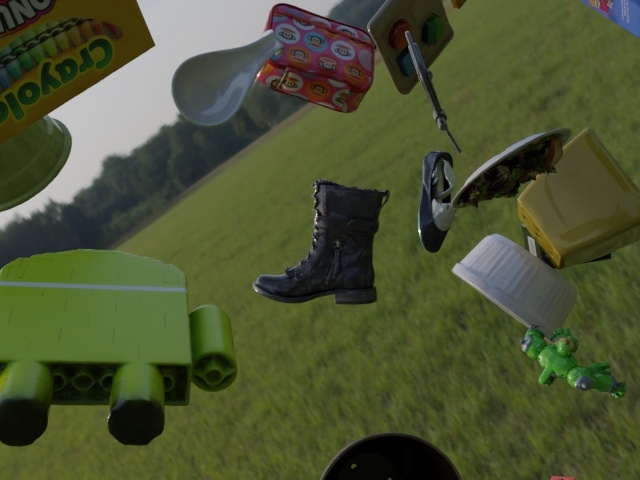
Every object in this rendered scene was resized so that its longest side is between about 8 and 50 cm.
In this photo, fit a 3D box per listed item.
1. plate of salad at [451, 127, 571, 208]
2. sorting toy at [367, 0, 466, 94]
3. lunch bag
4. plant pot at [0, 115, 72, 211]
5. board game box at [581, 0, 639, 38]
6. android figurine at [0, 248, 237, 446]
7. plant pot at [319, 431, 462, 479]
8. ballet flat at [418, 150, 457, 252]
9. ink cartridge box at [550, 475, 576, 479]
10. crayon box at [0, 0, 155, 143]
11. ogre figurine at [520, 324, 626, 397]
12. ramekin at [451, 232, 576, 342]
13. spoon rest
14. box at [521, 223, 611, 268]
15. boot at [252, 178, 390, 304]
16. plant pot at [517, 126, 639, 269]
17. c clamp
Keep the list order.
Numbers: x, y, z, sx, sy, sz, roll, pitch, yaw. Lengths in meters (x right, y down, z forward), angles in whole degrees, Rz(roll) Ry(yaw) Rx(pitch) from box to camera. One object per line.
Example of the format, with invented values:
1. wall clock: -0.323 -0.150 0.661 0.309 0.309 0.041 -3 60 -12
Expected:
1. plate of salad: 0.279 -0.094 1.201 0.200 0.048 0.200 -28 -14 -8
2. sorting toy: 0.242 -0.508 1.882 0.041 0.229 0.307 29 76 38
3. lunch bag: -0.009 -0.471 2.091 0.120 0.293 0.258 124 157 -52
4. plant pot: -0.701 -0.239 1.713 0.276 0.254 0.276 -12 49 14
5. board game box: 0.360 -0.455 1.061 0.078 0.347 0.233 -33 49 -5
6. android figurine: -0.198 0.078 0.715 0.248 0.056 0.273 2 23 -14
7. plant pot: 0.086 0.381 1.241 0.215 0.215 0.230 -36 -1 -8
8. ballet flat: 0.227 -0.079 1.592 0.074 0.203 0.074 3 -15 1
9. ink cartridge box: 0.406 0.464 1.484 0.115 0.029 0.063 -56 17 -27
10. crayon box: -0.442 -0.322 1.125 0.363 0.313 0.106 -41 41 -26
11. ogre figurine: 0.432 0.214 1.463 0.097 0.197 0.118 -47 -28 25
12. ramekin: 0.428 0.095 1.805 0.127 0.273 0.273 -54 8 2
13. spoon rest: -0.170 -0.326 1.604 0.276 0.137 0.084 -44 13 -27
14. box: 0.567 0.001 1.929 0.158 0.093 0.156 -11 8 2
15. boot: 0.000 0.000 1.558 0.263 0.229 0.091 1 7 11
16. plant pot: 0.509 -0.061 1.655 0.187 0.212 0.212 -33 -18 5
17. c clamp: 0.152 -0.217 1.181 0.022 0.137 0.160 -23 48 14
